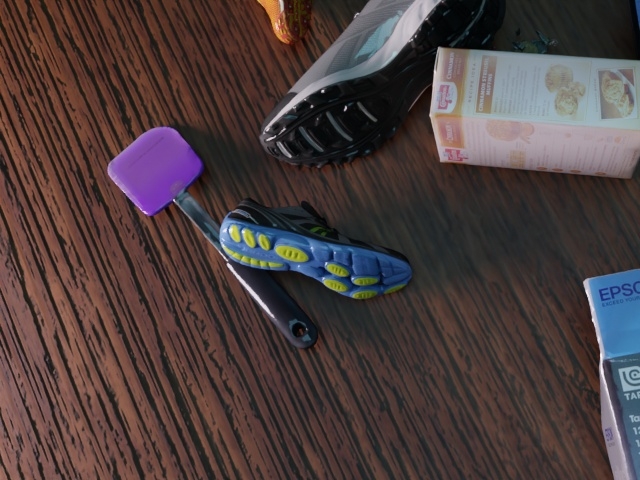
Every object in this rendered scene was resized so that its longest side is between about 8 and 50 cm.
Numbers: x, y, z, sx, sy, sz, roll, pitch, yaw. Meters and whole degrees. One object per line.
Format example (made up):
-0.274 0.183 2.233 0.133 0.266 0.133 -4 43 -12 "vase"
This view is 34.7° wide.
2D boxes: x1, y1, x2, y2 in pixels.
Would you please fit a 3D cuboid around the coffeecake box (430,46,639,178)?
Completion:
0.199 -0.113 0.933 0.185 0.142 0.068 6 79 11 "coffeecake box"

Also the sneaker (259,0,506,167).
0.052 -0.174 1.010 0.271 0.100 0.108 -38 44 7 "sneaker"

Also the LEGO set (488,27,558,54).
0.194 -0.182 1.015 0.083 0.023 0.054 4 77 25 "LEGO set"

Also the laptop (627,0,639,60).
0.419 -0.162 0.906 0.234 0.136 0.264 -21 75 6 "laptop"

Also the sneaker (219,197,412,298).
0.000 0.000 0.982 0.188 0.067 0.078 16 47 2 "sneaker"

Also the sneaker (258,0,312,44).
-0.055 -0.276 1.067 0.067 0.064 0.175 -25 69 25 "sneaker"

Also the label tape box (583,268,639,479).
0.377 0.185 0.857 0.249 0.115 0.347 -12 74 8 "label tape box"

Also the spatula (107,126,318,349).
-0.102 -0.003 1.025 0.084 0.030 0.296 -43 74 -3 "spatula"
